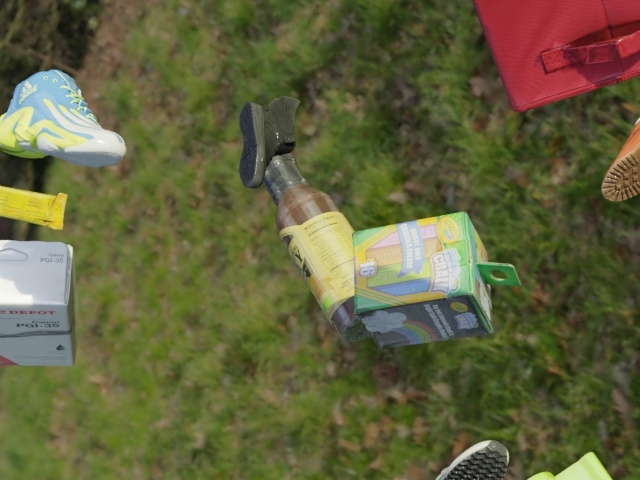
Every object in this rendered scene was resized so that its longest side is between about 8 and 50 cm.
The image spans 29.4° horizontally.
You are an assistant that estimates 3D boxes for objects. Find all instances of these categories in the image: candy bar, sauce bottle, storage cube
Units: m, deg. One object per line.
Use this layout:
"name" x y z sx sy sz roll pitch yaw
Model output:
"candy bar" -0.355 -0.045 1.317 0.018 0.161 0.040 -162 83 -71
"sauce bottle" 0.000 0.000 1.952 0.111 0.111 0.344 -49 57 29
"storage cube" 0.203 -0.248 0.947 0.183 0.193 0.215 -15 35 18

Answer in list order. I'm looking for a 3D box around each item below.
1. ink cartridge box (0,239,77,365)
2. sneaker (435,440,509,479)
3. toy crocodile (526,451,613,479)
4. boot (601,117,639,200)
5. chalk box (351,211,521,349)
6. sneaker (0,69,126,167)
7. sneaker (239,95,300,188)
"ink cartridge box" -0.529 0.114 2.107 0.283 0.207 0.117 107 163 -62
"sneaker" 0.152 0.262 1.339 0.075 0.057 0.161 -77 13 -58
"toy crocodile" 0.285 0.433 1.786 0.340 0.105 0.115 -41 52 20
"boot" 0.463 -0.127 1.775 0.158 0.059 0.085 -50 15 14
"chalk box" 0.163 0.052 1.667 0.213 0.132 0.132 -10 59 15
"sneaker" -0.348 -0.171 1.642 0.240 0.091 0.126 9 81 34
"sneaker" -0.069 -0.141 1.751 0.051 0.089 0.170 -38 46 43
